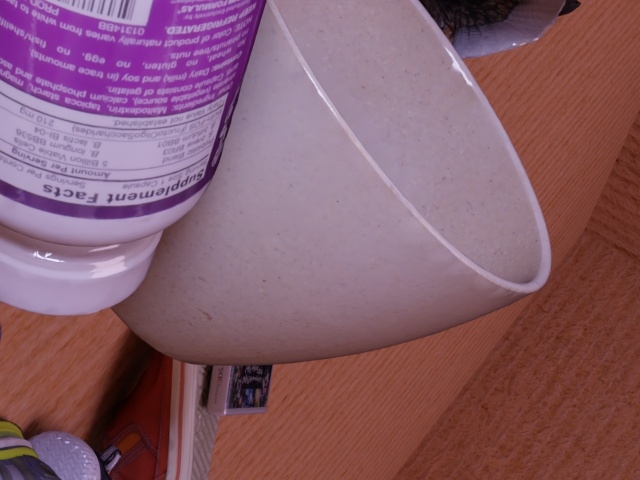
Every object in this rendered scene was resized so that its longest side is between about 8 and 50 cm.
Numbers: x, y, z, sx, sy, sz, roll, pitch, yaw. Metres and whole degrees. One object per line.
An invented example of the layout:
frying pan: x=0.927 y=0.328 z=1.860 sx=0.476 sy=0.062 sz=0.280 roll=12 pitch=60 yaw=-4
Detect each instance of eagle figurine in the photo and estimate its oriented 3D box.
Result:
eagle figurine: x=0.103 y=-0.209 z=1.478 sx=0.298 sy=0.226 sz=0.225 roll=76 pitch=27 yaw=-65

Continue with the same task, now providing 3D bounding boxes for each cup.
cup: x=-0.034 y=-0.045 z=1.179 sx=0.237 sy=0.331 sz=0.331 roll=-35 pitch=174 yaw=20

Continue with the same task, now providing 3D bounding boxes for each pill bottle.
pill bottle: x=-0.123 y=-0.105 z=0.939 sx=0.169 sy=0.169 sz=0.301 roll=-43 pitch=161 yaw=-46

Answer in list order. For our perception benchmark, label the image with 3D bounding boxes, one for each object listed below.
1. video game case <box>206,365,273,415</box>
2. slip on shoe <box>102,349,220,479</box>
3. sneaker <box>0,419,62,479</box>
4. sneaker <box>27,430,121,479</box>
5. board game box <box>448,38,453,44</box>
video game case: x=-0.065 y=0.076 z=1.622 sx=0.190 sy=0.022 sz=0.173 roll=29 pitch=69 yaw=-80
slip on shoe: x=-0.150 y=0.173 z=1.600 sx=0.123 sy=0.101 sz=0.331 roll=-53 pitch=156 yaw=-66
sneaker: x=-0.257 y=0.209 z=1.253 sx=0.111 sy=0.121 sz=0.300 roll=-62 pitch=166 yaw=16
sneaker: x=-0.248 y=0.289 z=1.490 sx=0.269 sy=0.101 sz=0.153 roll=-61 pitch=164 yaw=1
board game box: x=0.097 y=-0.199 z=1.751 sx=0.210 sy=0.047 sz=0.160 roll=-58 pitch=166 yaw=2
